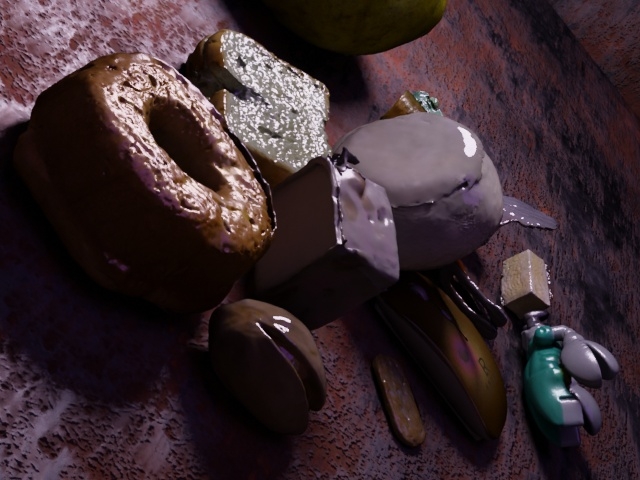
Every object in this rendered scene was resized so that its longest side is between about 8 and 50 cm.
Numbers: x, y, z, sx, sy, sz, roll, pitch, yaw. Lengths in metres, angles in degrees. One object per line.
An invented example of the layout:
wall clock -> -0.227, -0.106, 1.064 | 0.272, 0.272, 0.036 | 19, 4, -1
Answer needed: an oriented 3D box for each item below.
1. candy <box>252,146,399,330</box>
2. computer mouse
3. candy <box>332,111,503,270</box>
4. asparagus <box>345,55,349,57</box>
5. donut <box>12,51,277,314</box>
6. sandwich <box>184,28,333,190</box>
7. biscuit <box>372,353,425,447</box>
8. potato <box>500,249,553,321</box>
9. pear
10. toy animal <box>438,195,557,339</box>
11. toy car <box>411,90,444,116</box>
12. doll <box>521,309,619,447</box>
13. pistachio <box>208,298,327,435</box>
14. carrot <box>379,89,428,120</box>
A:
candy -> 0.000, 0.000, 1.457 | 0.137, 0.195, 0.185 | 25, 44, -39
computer mouse -> 0.197, 0.167, 1.696 | 0.310, 0.072, 0.158 | 53, 27, -2
candy -> 0.136, -0.062, 1.677 | 0.185, 0.295, 0.295 | 75, 5, -50
asparagus -> 0.058, -0.383, 2.115 | 0.021, 0.025, 0.108 | 53, 27, -23
donut -> -0.198, -0.071, 1.283 | 0.317, 0.150, 0.299 | 31, 34, -36
sandwich -> -0.088, -0.168, 1.601 | 0.249, 0.095, 0.273 | 29, 37, -34
biscuit -> 0.112, 0.227, 1.560 | 0.071, 0.018, 0.147 | 14, 49, -46
potato -> 0.382, 0.081, 2.047 | 0.061, 0.086, 0.122 | 38, 39, -31
pear -> 0.049, -0.505, 1.935 | 0.413, 0.352, 0.352 | 17, 45, -34
toy animal -> 0.205, 0.023, 1.804 | 0.302, 0.225, 0.284 | 35, 26, 12
toy car -> 0.210, -0.197, 2.104 | 0.093, 0.058, 0.186 | -27, 80, -16
doll -> 0.421, 0.225, 1.870 | 0.195, 0.153, 0.258 | 79, 2, -69
pistachio -> -0.061, 0.149, 1.297 | 0.185, 0.124, 0.124 | 62, 25, -21
carrot -> 0.219, -0.129, 2.004 | 0.302, 0.114, 0.114 | 49, 29, -1
